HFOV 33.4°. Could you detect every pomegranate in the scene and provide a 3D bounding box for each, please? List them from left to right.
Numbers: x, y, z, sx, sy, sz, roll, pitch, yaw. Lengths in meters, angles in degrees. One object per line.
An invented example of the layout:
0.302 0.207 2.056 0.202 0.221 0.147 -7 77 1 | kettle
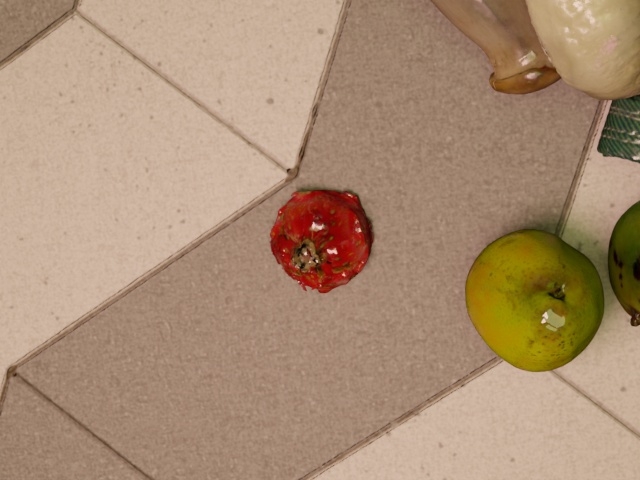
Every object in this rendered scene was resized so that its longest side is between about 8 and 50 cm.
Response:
0.485 0.016 1.365 0.211 0.211 0.263 42 79 2 | pomegranate

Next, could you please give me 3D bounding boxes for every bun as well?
0.350 -0.300 1.295 0.168 0.273 0.272 -13 94 34 | bun

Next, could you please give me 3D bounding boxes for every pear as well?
0.280 0.077 1.385 0.187 0.220 0.187 0 92 6 | pear

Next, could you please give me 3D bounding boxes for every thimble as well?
0.437 -0.137 1.390 0.135 0.118 0.090 17 99 7 | thimble

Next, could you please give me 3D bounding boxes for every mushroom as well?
0.177 -0.366 1.365 0.154 0.137 0.407 -30 101 10 | mushroom

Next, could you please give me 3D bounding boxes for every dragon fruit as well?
0.000 0.000 1.473 0.153 0.111 0.153 1 97 5 | dragon fruit
